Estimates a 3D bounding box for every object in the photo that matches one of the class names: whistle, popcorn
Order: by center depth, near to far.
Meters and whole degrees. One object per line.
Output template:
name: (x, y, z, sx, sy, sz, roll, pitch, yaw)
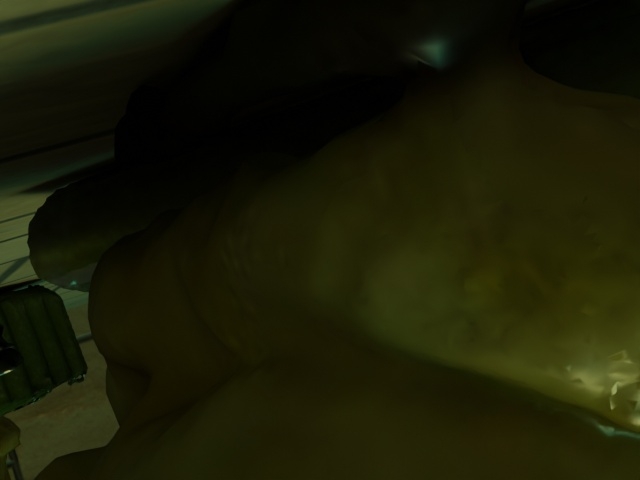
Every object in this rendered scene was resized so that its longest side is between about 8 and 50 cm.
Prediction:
popcorn: (0.034, 0.086, 0.429, 0.349, 0.382, 0.349, -7, -147, 5)
whistle: (0.029, -0.042, 0.573, 0.326, 0.057, 0.068, -18, -174, 13)

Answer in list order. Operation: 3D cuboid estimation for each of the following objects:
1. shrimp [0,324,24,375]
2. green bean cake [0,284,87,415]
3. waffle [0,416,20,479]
shrimp: (-0.325, 0.082, 0.749, 0.289, 0.075, 0.178, -17, -177, -33)
green bean cake: (-0.346, 0.121, 1.241, 0.214, 0.113, 0.200, -18, -178, 21)
waffle: (-0.255, 0.196, 0.758, 0.065, 0.283, 0.309, -2, 130, -49)
